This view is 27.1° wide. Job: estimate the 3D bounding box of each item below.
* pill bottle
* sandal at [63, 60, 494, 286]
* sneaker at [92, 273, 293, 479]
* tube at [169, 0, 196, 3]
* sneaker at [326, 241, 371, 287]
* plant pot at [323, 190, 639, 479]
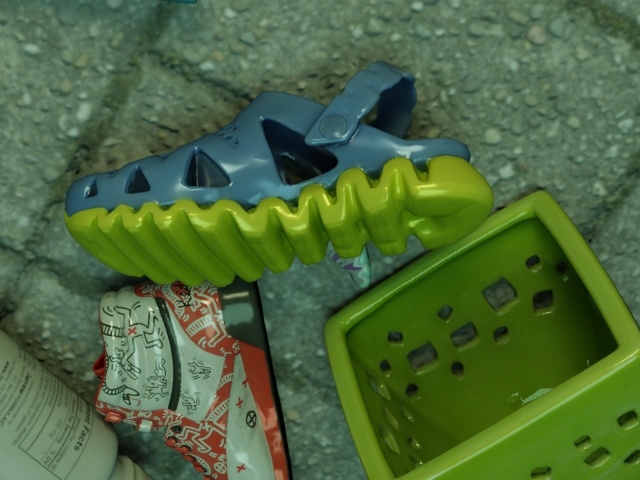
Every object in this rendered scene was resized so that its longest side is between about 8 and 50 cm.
[{"bbox_3d":[-0.240,0.175,1.081,0.131,0.131,0.229,-38,116,13],"label":"pill bottle"},{"bbox_3d":[-0.036,-0.051,0.998,0.318,0.138,0.126,-8,157,2],"label":"sandal"},{"bbox_3d":[-0.106,0.149,1.109,0.145,0.090,0.270,-10,115,-1],"label":"sneaker"},{"bbox_3d":[-0.186,-0.208,0.934,0.207,0.052,0.080,7,107,-4],"label":"tube"},{"bbox_3d":[0.000,0.000,1.072,0.069,0.038,0.098,-16,109,4],"label":"sneaker"},{"bbox_3d":[0.163,0.136,1.064,0.228,0.227,0.207,-33,124,10],"label":"plant pot"}]
